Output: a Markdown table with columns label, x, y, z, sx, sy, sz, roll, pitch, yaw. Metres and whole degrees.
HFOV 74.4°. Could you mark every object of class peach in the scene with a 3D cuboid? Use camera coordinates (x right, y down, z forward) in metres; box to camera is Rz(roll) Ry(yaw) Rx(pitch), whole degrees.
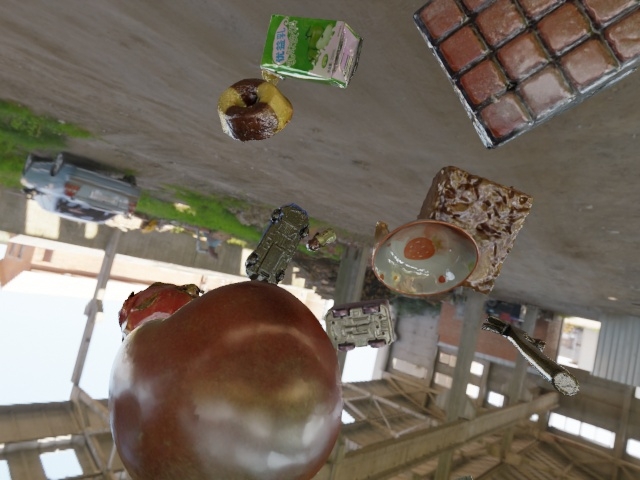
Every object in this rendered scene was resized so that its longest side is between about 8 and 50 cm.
| label | x | y | z | sx | sy | sz | roll | pitch | yaw |
| --- | --- | --- | --- | --- | --- | --- | --- | --- | --- |
| peach | -0.099 | 0.174 | 0.475 | 0.253 | 0.252 | 0.252 | 13 | 175 | 1 |

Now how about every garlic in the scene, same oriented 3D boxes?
| label | x | y | z | sx | sy | sz | roll | pitch | yaw |
| --- | --- | --- | --- | --- | --- | --- | --- | --- | --- |
| garlic | 0.223 | 0.020 | 1.525 | 0.091 | 0.128 | 0.198 | -6 | -155 | 18 |

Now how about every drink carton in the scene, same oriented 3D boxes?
| label | x | y | z | sx | sy | sz | roll | pitch | yaw |
| --- | --- | --- | --- | --- | --- | --- | --- | --- | --- |
| drink carton | -0.030 | -0.541 | 1.217 | 0.271 | 0.161 | 0.108 | 22 | -167 | 28 |

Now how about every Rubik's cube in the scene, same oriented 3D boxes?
| label | x | y | z | sx | sy | sz | roll | pitch | yaw |
| --- | --- | --- | --- | --- | --- | --- | --- | --- | --- |
| Rubik's cube | 0.456 | -0.431 | 0.940 | 0.345 | 0.343 | 0.337 | -29 | 178 | 25 |

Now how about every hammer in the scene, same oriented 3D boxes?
| label | x | y | z | sx | sy | sz | roll | pitch | yaw |
| --- | --- | --- | --- | --- | --- | --- | --- | --- | --- |
| hammer | 0.471 | 0.247 | 0.936 | 0.168 | 0.044 | 0.440 | 26 | -175 | 11 |

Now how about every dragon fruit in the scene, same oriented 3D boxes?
| label | x | y | z | sx | sy | sz | roll | pitch | yaw |
| --- | --- | --- | --- | --- | --- | --- | --- | --- | --- |
| dragon fruit | -0.430 | 0.233 | 1.214 | 0.269 | 0.250 | 0.291 | -19 | -170 | -6 |

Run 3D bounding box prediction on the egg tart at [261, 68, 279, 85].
| label | x | y | z | sx | sy | sz | roll | pitch | yaw |
| --- | --- | --- | --- | --- | --- | --- | --- | --- | --- |
| egg tart | -0.178 | -0.660 | 1.627 | 0.049 | 0.128 | 0.129 | 7 | 173 | 26 |

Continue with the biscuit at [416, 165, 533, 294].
| label | x | y | z | sx | sy | sz | roll | pitch | yaw |
| --- | --- | --- | --- | --- | --- | --- | --- | --- | --- |
| biscuit | 0.514 | -0.042 | 1.508 | 0.343 | 0.395 | 0.166 | 19 | -166 | -10 |

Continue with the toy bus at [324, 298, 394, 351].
| label | x | y | z | sx | sy | sz | roll | pitch | yaw |
| --- | --- | --- | --- | --- | --- | --- | --- | --- | --- |
| toy bus | 0.121 | 0.262 | 1.306 | 0.203 | 0.141 | 0.142 | -9 | 180 | 13 |

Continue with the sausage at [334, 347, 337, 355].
| label | x | y | z | sx | sy | sz | roll | pitch | yaw |
| --- | --- | --- | --- | --- | --- | --- | --- | --- | --- |
| sausage | 0.004 | 0.341 | 1.271 | 0.035 | 0.030 | 0.147 | 24 | 154 | -23 |

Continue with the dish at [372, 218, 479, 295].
| label | x | y | z | sx | sy | sz | roll | pitch | yaw |
| --- | --- | --- | --- | --- | --- | --- | --- | --- | --- |
| dish | 0.263 | 0.027 | 1.083 | 0.260 | 0.085 | 0.260 | 3 | 131 | 3 |

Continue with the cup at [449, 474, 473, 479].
| label | x | y | z | sx | sy | sz | roll | pitch | yaw |
| --- | --- | --- | --- | --- | --- | --- | --- | --- | --- |
| cup | 0.393 | 0.752 | 1.235 | 0.141 | 0.120 | 0.120 | -29 | 170 | 5 |

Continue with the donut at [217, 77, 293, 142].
| label | x | y | z | sx | sy | sz | roll | pitch | yaw |
| --- | --- | --- | --- | --- | --- | --- | --- | --- | --- |
| donut | -0.160 | -0.311 | 0.987 | 0.184 | 0.166 | 0.073 | 43 | 168 | 35 |

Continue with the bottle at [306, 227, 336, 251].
| label | x | y | z | sx | sy | sz | roll | pitch | yaw |
| --- | --- | --- | --- | --- | --- | --- | --- | --- | --- |
| bottle | 0.001 | 0.000 | 1.360 | 0.101 | 0.047 | 0.063 | -30 | -166 | -21 |

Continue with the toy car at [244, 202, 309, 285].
| label | x | y | z | sx | sy | sz | roll | pitch | yaw |
| --- | --- | --- | --- | --- | --- | --- | --- | --- | --- |
| toy car | -0.106 | 0.009 | 1.027 | 0.103 | 0.216 | 0.063 | 33 | 168 | -22 |
